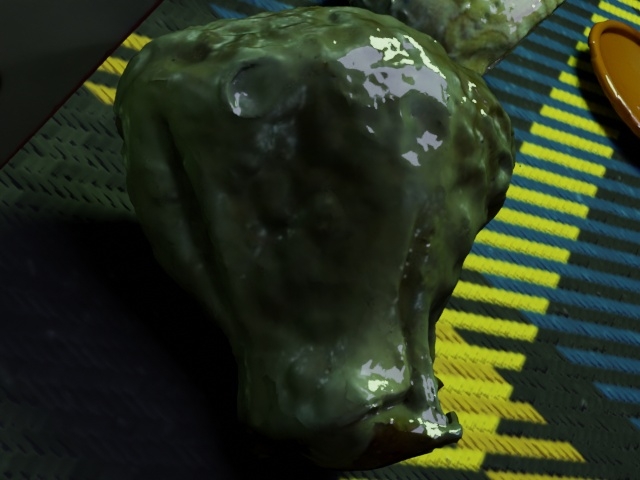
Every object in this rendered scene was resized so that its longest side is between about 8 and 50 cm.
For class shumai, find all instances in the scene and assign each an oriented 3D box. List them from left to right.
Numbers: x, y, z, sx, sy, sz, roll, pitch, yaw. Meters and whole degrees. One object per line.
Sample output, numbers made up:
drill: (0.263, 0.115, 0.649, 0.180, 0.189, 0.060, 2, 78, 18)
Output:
shumai: (0.000, 0.000, 0.837, 0.261, 0.225, 0.222, 46, 30, -32)

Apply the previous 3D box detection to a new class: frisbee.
frisbee: (0.332, -0.140, 1.496, 0.192, 0.035, 0.192, 29, 40, -27)

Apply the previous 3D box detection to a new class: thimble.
thimble: (0.110, -0.210, 1.237, 0.143, 0.137, 0.190, 48, 46, 0)

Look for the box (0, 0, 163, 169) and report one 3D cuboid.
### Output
box: (-0.276, -0.179, 0.634, 0.300, 0.314, 0.312, 20, 44, -39)
